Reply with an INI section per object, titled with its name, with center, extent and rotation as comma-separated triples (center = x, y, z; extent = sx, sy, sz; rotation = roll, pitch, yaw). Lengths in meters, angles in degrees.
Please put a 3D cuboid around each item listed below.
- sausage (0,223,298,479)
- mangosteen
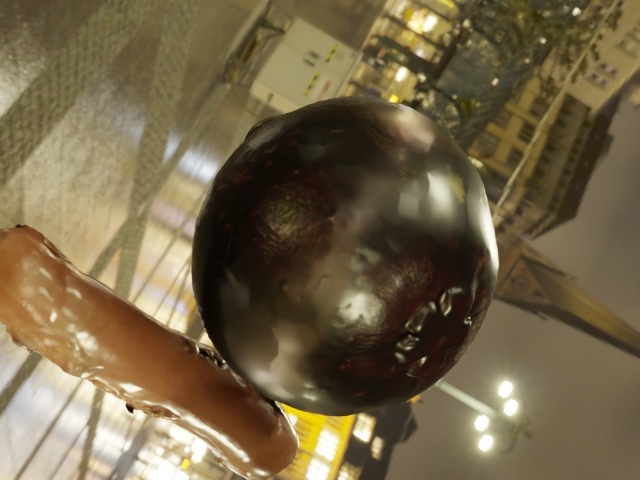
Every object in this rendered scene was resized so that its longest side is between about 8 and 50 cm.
[sausage]
center = -0.122, 0.092, 0.609
extent = 0.078, 0.304, 0.078
rotation = -29, -142, 26
[mangosteen]
center = 0.000, 0.000, 0.606
extent = 0.228, 0.265, 0.228
rotation = -22, 130, -30
